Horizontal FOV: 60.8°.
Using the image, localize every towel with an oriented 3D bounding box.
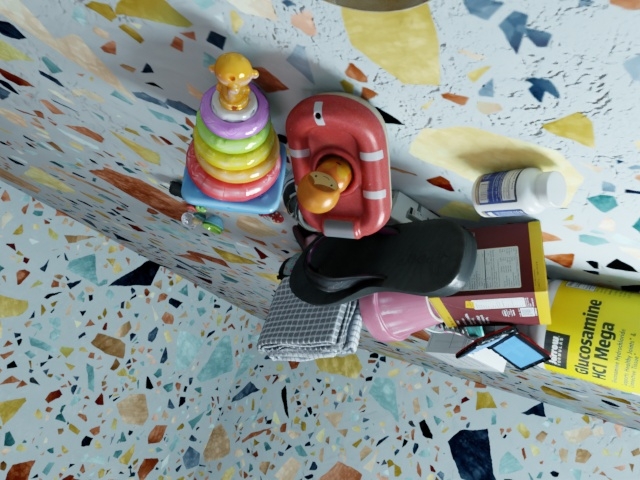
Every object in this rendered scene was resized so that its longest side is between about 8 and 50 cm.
[{"bbox_3d":[-0.022,0.198,1.464,0.284,0.235,0.121,-13,133,36],"label":"towel"}]

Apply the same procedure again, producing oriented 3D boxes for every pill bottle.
[{"bbox_3d":[0.284,-0.069,0.784,0.067,0.067,0.120,31,162,-31],"label":"pill bottle"},{"bbox_3d":[0.529,0.181,1.067,0.334,0.187,0.188,10,161,34],"label":"pill bottle"}]

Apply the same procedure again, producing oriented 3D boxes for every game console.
[{"bbox_3d":[0.352,0.226,1.066,0.124,0.085,0.144,-18,159,-13],"label":"game console"}]

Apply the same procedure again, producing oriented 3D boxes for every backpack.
[{"bbox_3d":[-0.024,0.098,1.657,0.152,0.115,0.182,18,169,-36],"label":"backpack"}]

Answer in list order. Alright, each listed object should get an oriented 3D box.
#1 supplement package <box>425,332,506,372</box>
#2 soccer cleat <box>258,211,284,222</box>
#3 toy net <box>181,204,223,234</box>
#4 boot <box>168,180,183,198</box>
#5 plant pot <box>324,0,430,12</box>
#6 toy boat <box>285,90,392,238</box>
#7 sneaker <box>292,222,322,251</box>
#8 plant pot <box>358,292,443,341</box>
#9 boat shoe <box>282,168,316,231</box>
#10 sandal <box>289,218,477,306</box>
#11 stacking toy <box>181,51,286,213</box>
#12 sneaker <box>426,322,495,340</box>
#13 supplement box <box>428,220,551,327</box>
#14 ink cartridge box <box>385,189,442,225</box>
[{"bbox_3d":[0.460,0.317,1.698,0.134,0.139,0.244,27,164,-14],"label":"supplement package"},{"bbox_3d":[-0.125,-0.062,1.424,0.083,0.029,0.036,16,173,29],"label":"soccer cleat"},{"bbox_3d":[-0.396,-0.065,1.731,0.122,0.045,0.232,32,161,-33],"label":"toy net"},{"bbox_3d":[-0.359,-0.134,1.465,0.099,0.045,0.121,24,165,4],"label":"boot"},{"bbox_3d":[0.022,-0.291,0.460,0.236,0.032,0.236,21,165,6],"label":"plant pot"},{"bbox_3d":[0.015,-0.092,0.789,0.151,0.151,0.231,5,122,23],"label":"toy boat"},{"bbox_3d":[0.000,0.000,1.376,0.162,0.106,0.281,59,-178,-6],"label":"sneaker"},{"bbox_3d":[0.228,0.157,1.413,0.180,0.201,0.201,-14,144,39],"label":"plant pot"},{"bbox_3d":[-0.012,-0.077,1.050,0.121,0.119,0.335,25,164,-12],"label":"boat shoe"},{"bbox_3d":[0.072,0.026,1.006,0.107,0.167,0.446,25,157,-36],"label":"sandal"},{"bbox_3d":[-0.136,-0.183,0.854,0.175,0.165,0.301,7,154,-4],"label":"stacking toy"},{"bbox_3d":[0.393,0.219,1.481,0.296,0.123,0.178,13,169,3],"label":"sneaker"},{"bbox_3d":[0.311,0.071,1.003,0.194,0.129,0.191,-6,154,22],"label":"supplement box"},{"bbox_3d":[0.163,-0.037,1.068,0.135,0.056,0.099,29,163,-24],"label":"ink cartridge box"}]
